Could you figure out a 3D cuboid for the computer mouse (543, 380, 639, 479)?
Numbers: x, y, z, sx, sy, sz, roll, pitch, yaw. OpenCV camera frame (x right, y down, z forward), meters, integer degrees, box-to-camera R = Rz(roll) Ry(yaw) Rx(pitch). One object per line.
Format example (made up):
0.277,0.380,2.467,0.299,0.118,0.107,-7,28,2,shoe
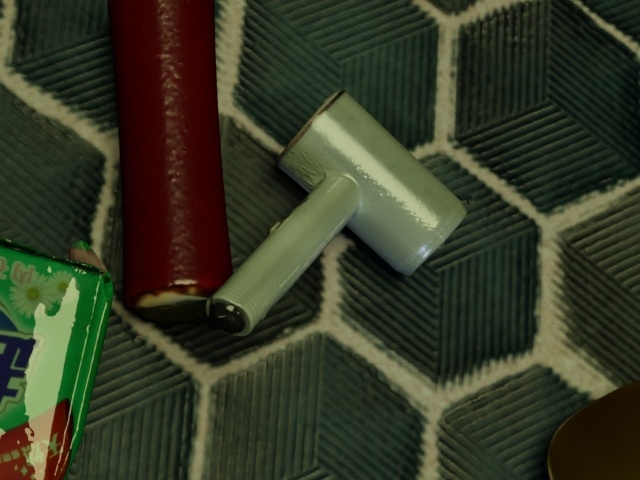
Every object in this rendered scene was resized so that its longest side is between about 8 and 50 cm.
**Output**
0.276,0.244,1.283,0.158,0.072,0.310,-25,80,-21,computer mouse

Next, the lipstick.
-0.104,-0.065,1.276,0.080,0.080,0.241,0,71,-16,lipstick

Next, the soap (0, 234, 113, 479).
-0.281,0.071,1.146,0.273,0.098,0.218,17,76,-18,soap

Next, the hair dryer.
0.000,0.000,1.250,0.131,0.073,0.236,43,41,1,hair dryer
